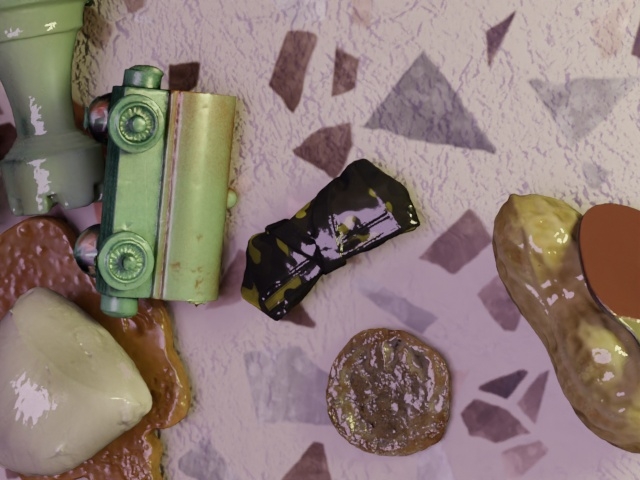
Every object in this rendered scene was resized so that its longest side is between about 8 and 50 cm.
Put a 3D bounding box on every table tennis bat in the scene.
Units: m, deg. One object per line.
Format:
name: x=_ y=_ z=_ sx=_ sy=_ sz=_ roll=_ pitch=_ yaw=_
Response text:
table tennis bat: x=0.317 y=0.065 z=1.661 sx=0.022 sy=0.138 sz=0.247 roll=127 pitch=150 yaw=-45

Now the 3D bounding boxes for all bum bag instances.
bum bag: x=0.000 y=0.000 z=1.877 sx=0.232 sy=0.060 sz=0.107 roll=-33 pitch=69 yaw=20

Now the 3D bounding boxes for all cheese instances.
cheese: x=-0.313 y=0.176 z=1.921 sx=0.198 sy=0.154 sz=0.189 roll=46 pitch=110 yaw=13

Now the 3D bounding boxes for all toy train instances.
toy train: x=-0.178 y=-0.053 z=1.913 sx=0.116 sy=0.177 sz=0.286 roll=-169 pitch=83 yaw=-66

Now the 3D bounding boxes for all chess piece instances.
chess piece: x=-0.330 y=-0.183 z=1.969 sx=0.194 sy=0.194 sz=0.299 roll=-6 pitch=97 yaw=25

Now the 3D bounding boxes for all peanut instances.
peanut: x=0.269 y=0.080 z=1.712 sx=0.120 sy=0.136 sz=0.298 roll=-31 pitch=76 yaw=1

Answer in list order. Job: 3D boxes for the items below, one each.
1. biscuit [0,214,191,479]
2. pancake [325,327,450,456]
biscuit: x=-0.286 y=0.148 z=2.015 sx=0.269 sy=0.051 sz=0.376 roll=-31 pitch=79 yaw=19
pancake: x=0.076 y=0.170 z=1.864 sx=0.151 sy=0.025 sz=0.152 roll=0 pitch=90 yaw=24
